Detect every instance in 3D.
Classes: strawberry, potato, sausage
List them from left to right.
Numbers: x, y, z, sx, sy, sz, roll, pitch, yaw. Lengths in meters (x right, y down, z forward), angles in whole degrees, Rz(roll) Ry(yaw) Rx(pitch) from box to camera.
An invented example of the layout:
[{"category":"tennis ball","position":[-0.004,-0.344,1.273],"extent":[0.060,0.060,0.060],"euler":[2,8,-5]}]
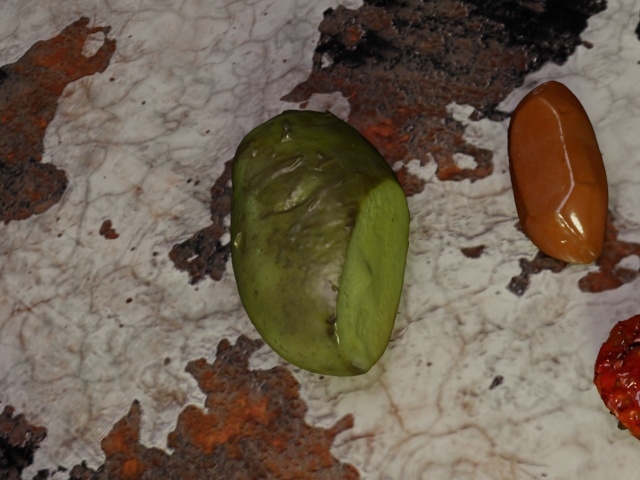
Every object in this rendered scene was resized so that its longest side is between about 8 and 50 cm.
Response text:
[{"category":"potato","position":[0.000,0.000,1.029],"extent":[0.176,0.141,0.298],"euler":[-29,54,22]},{"category":"sausage","position":[0.216,-0.065,0.999],"extent":[0.089,0.089,0.179],"euler":[-15,60,17]},{"category":"strawberry","position":[0.296,0.113,0.829],"extent":[0.121,0.082,0.188],"euler":[-43,45,-11]}]
